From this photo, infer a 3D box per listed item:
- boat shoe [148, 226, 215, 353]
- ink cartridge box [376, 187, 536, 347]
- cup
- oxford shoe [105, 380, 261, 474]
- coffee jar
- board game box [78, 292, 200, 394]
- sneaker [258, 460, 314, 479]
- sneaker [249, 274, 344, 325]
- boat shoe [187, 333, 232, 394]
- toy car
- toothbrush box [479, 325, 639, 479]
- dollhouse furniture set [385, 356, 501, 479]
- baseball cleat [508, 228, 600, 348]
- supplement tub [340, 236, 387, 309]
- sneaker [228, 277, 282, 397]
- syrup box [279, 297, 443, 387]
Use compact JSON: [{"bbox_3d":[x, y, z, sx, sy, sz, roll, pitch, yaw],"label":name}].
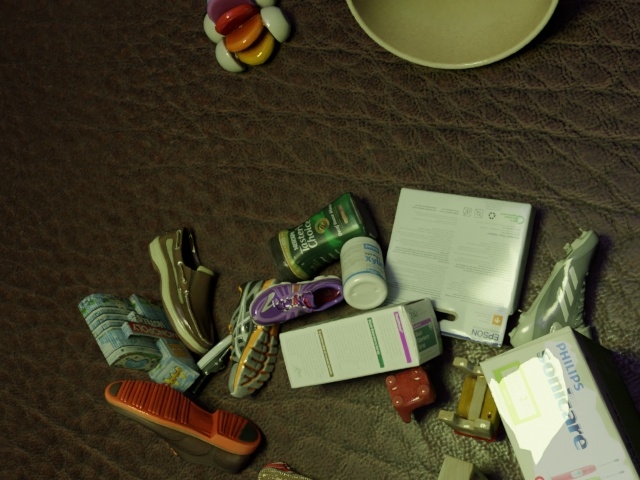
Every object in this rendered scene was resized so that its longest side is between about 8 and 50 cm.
[{"bbox_3d":[-0.241,0.082,1.416,0.095,0.095,0.257,-32,64,11],"label":"boat shoe"},{"bbox_3d":[0.210,0.039,1.209,0.223,0.045,0.224,11,85,31],"label":"ink cartridge box"},{"bbox_3d":[0.216,-0.479,1.215,0.331,0.331,0.237,-7,50,27],"label":"cup"},{"bbox_3d":[-0.242,0.321,1.286,0.271,0.097,0.098,25,111,-7],"label":"oxford shoe"},{"bbox_3d":[0.000,0.000,1.313,0.184,0.079,0.096,-30,64,19],"label":"coffee jar"},{"bbox_3d":[-0.307,0.181,1.358,0.060,0.194,0.194,-47,58,10],"label":"board game box"},{"bbox_3d":[-0.044,0.399,1.261,0.118,0.067,0.042,22,85,1],"label":"sneaker"},{"bbox_3d":[-0.037,0.097,1.276,0.170,0.071,0.068,-18,94,-3],"label":"sneaker"},{"bbox_3d":[-0.196,0.222,1.385,0.142,0.049,0.040,-44,92,11],"label":"boat shoe"},{"bbox_3d":[-0.160,-0.429,1.477,0.159,0.136,0.182,-32,64,18],"label":"toy car"},{"bbox_3d":[0.328,0.237,0.958,0.122,0.283,0.206,-27,67,20],"label":"toothbrush box"},{"bbox_3d":[0.146,0.361,1.127,0.201,0.152,0.374,7,63,30],"label":"dollhouse furniture set"},{"bbox_3d":[0.365,0.089,1.111,0.109,0.072,0.206,35,100,17],"label":"baseball cleat"},{"bbox_3d":[0.068,0.052,1.225,0.071,0.071,0.107,-29,35,19],"label":"supplement tub"},{"bbox_3d":[-0.123,0.168,1.339,0.083,0.084,0.214,5,70,30],"label":"sneaker"},{"bbox_3d":[0.062,0.162,1.199,0.237,0.093,0.096,-16,86,33],"label":"syrup box"}]
